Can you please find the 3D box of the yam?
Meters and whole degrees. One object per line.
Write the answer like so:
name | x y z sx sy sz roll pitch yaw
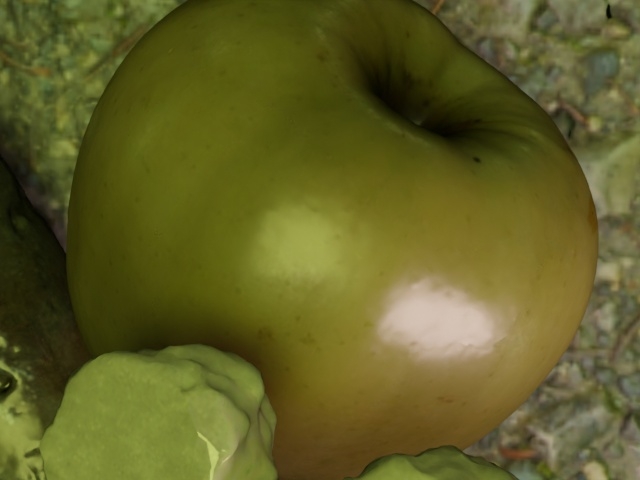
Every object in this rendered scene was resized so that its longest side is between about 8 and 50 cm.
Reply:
yam | -0.202 0.021 0.871 0.133 0.133 0.330 -27 95 13

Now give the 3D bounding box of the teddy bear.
teddy bear | 0.019 0.235 0.771 0.327 0.362 0.375 18 99 26

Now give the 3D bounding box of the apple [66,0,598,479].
apple | 0.000 0.000 0.774 0.262 0.262 0.262 2 101 9
